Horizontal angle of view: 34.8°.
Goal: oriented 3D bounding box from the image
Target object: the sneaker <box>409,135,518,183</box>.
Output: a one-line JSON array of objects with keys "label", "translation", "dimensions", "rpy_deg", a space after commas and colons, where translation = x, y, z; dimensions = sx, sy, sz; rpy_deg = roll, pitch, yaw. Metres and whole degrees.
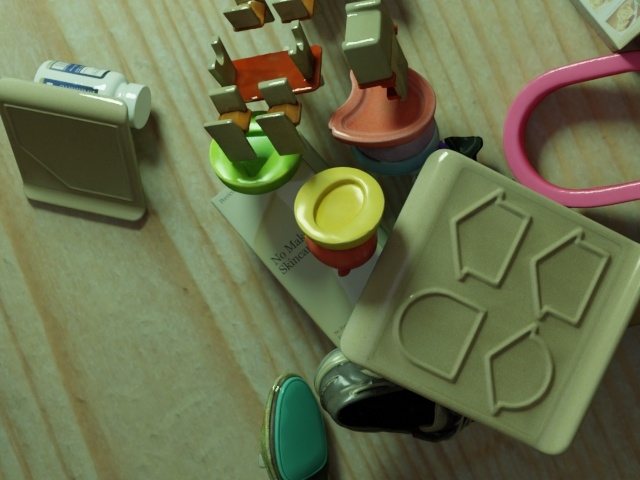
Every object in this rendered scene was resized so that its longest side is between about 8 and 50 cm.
[{"label": "sneaker", "translation": [0.242, -0.020, 1.503], "dimensions": [0.146, 0.102, 0.293], "rpy_deg": [-21, 94, 14]}]

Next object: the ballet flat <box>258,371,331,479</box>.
[{"label": "ballet flat", "translation": [-0.039, 0.384, 1.635], "dimensions": [0.123, 0.123, 0.348], "rpy_deg": [-16, 93, 15]}]

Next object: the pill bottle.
[{"label": "pill bottle", "translation": [-0.358, -0.225, 1.609], "dimensions": [0.169, 0.094, 0.094], "rpy_deg": [12, 101, 11]}]

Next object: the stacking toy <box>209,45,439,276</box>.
[{"label": "stacking toy", "translation": [0.011, -0.118, 1.467], "dimensions": [0.279, 0.130, 0.309], "rpy_deg": [23, 65, 21]}]

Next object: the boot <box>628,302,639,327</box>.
[{"label": "boot", "translation": [0.516, 0.153, 1.477], "dimensions": [0.236, 0.089, 0.269], "rpy_deg": [-43, 89, 16]}]

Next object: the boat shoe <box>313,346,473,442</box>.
[{"label": "boat shoe", "translation": [0.169, 0.240, 1.504], "dimensions": [0.355, 0.130, 0.132], "rpy_deg": [0, 124, -6]}]

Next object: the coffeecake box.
[{"label": "coffeecake box", "translation": [0.373, -0.351, 1.399], "dimensions": [0.068, 0.142, 0.185], "rpy_deg": [-40, 89, 15]}]

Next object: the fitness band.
[{"label": "fitness band", "translation": [0.402, -0.154, 1.441], "dimensions": [0.291, 0.054, 0.209], "rpy_deg": [-10, 95, 28]}]

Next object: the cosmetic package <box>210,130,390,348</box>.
[{"label": "cosmetic package", "translation": [0.000, 0.000, 1.557], "dimensions": [0.160, 0.113, 0.309], "rpy_deg": [-43, 89, 16]}]

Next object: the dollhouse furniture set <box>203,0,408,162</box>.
[{"label": "dollhouse furniture set", "translation": [-0.020, -0.238, 1.416], "dimensions": [0.259, 0.135, 0.262], "rpy_deg": [-6, 58, 19]}]

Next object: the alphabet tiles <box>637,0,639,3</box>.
[{"label": "alphabet tiles", "translation": [0.484, -0.333, 1.365], "dimensions": [0.237, 0.198, 0.009], "rpy_deg": [51, 140, 1]}]

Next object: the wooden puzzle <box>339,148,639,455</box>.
[{"label": "wooden puzzle", "translation": [0.243, 0.086, 1.426], "dimensions": [0.348, 0.080, 0.322], "rpy_deg": [26, 88, -1]}]

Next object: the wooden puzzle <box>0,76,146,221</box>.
[{"label": "wooden puzzle", "translation": [-0.389, -0.145, 1.613], "dimensions": [0.221, 0.044, 0.238], "rpy_deg": [12, 136, 11]}]
